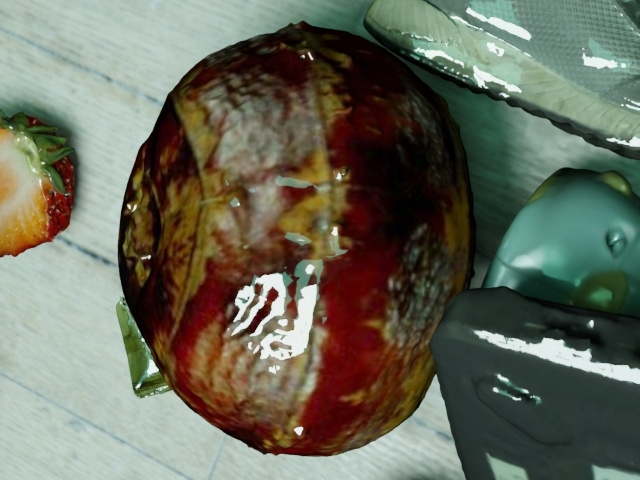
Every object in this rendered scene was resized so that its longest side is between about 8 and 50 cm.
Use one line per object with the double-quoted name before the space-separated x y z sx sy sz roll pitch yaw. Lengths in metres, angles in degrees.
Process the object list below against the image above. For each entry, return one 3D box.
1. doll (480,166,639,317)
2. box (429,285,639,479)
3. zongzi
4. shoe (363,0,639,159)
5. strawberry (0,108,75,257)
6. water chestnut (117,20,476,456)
"doll" 0.266 0.054 0.810 0.260 0.177 0.162 28 109 17
"box" 0.261 0.176 0.732 0.350 0.091 0.359 10 144 28
"zongzi" -0.137 0.091 1.027 0.113 0.052 0.104 -14 89 8
"shoe" 0.211 -0.171 0.823 0.336 0.132 0.171 26 98 16
"strawberry" -0.309 -0.048 1.043 0.187 0.082 0.147 -34 82 28
"water chestnut" 0.000 0.000 0.855 0.302 0.350 0.351 8 107 -26
